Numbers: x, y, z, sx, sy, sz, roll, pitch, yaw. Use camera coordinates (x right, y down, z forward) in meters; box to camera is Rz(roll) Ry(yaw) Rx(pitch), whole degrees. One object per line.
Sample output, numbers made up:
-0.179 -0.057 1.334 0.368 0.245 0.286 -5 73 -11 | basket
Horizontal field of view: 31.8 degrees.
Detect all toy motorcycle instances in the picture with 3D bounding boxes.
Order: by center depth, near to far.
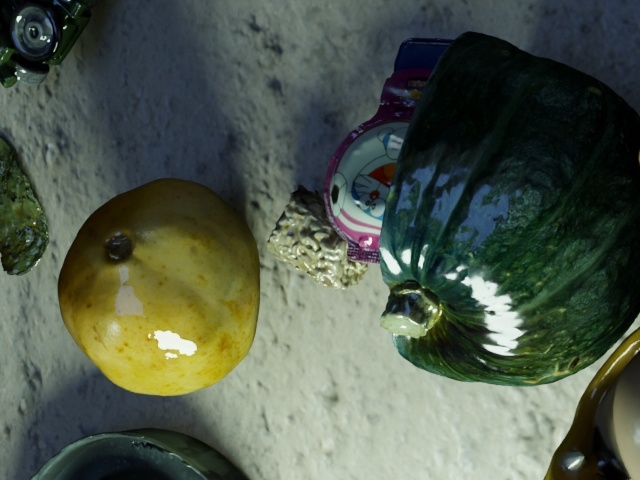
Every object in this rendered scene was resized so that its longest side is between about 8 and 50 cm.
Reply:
-0.388 -0.307 1.368 0.275 0.127 0.205 49 117 16 | toy motorcycle

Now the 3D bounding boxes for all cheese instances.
0.080 -0.092 1.104 0.155 0.062 0.244 9 74 30 | cheese

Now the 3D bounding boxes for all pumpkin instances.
0.184 -0.006 0.948 0.197 0.293 0.263 17 60 27 | pumpkin

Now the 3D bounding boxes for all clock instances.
-0.203 0.408 1.313 0.386 0.076 0.386 1 93 31 | clock

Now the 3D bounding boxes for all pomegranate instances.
-0.170 0.053 1.195 0.233 0.233 0.233 1 93 31 | pomegranate

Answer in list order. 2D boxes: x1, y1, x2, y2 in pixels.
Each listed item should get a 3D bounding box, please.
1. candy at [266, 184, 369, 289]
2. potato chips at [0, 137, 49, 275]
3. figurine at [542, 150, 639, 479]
0.000 0.000 1.163 0.110 0.095 0.085 33 104 21 | candy
-0.419 -0.051 1.456 0.142 0.026 0.209 -17 83 33 | potato chips
0.372 0.099 0.803 0.387 0.401 0.268 -47 38 43 | figurine
